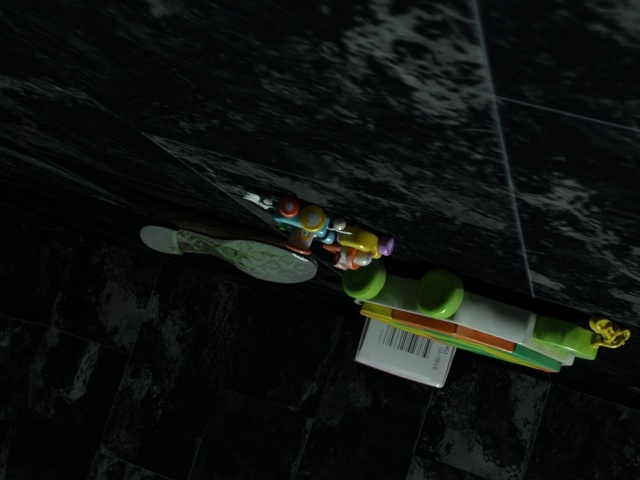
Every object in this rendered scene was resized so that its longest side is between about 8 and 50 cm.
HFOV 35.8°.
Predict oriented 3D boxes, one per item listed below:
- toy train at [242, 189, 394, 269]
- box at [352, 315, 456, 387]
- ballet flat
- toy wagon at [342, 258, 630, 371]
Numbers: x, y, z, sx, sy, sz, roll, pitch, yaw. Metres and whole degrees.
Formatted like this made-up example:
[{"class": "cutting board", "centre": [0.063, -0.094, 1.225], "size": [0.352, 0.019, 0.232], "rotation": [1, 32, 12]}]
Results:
[{"class": "toy train", "centre": [0.000, 0.000, 0.999], "size": [0.166, 0.046, 0.125], "rotation": [22, 172, -37]}, {"class": "box", "centre": [0.140, 0.162, 1.643], "size": [0.148, 0.127, 0.232], "rotation": [17, 173, 3]}, {"class": "ballet flat", "centre": [-0.122, 0.000, 1.352], "size": [0.249, 0.058, 0.084], "rotation": [12, 138, 6]}, {"class": "toy wagon", "centre": [0.197, 0.097, 1.182], "size": [0.267, 0.068, 0.344], "rotation": [24, 172, -42]}]
